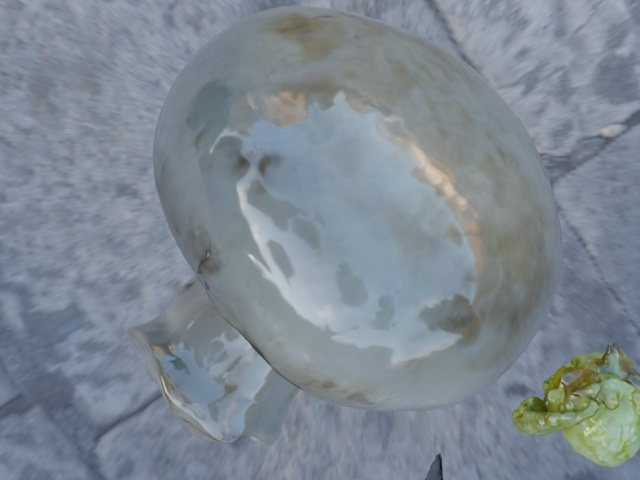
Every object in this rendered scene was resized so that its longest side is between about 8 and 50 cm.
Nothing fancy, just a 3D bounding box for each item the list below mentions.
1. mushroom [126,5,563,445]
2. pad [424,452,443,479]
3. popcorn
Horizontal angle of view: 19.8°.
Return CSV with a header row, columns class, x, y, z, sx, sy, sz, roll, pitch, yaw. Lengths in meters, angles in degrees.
class,x,y,z,sx,sy,sz,roll,pitch,yaw
mushroom,0.000,0.000,1.215,0.297,0.297,0.290,47,118,-1
pad,0.004,0.180,0.325,0.009,0.265,0.160,13,124,-7
popcorn,0.151,0.095,1.035,0.083,0.059,0.068,-7,63,-13
